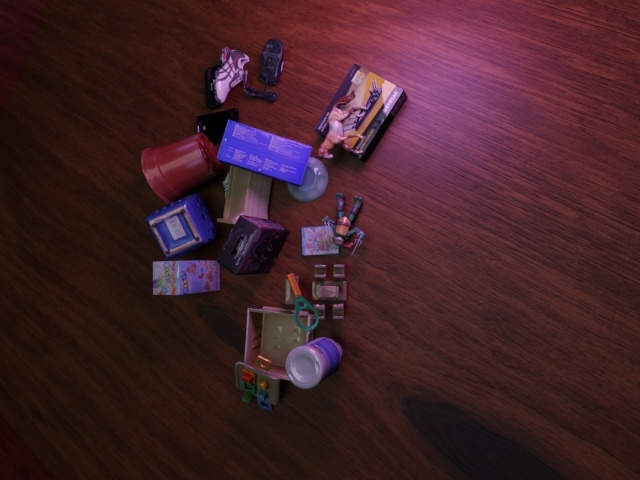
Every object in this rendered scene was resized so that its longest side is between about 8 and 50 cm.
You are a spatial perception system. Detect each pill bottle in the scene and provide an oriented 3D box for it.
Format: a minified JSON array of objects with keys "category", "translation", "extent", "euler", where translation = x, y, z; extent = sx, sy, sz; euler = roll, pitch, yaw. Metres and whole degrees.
[{"category":"pill bottle","translation":[-0.010,0.455,1.619],"extent":[0.152,0.272,0.152],"euler":[-1,87,23]}]

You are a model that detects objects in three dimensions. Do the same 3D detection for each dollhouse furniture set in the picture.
[{"category":"dollhouse furniture set","translation":[-0.016,0.203,1.730],"extent":[0.242,0.161,0.212],"euler":[0,88,0]}]

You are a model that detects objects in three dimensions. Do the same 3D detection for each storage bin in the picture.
[{"category":"storage bin","translation":[-0.169,0.422,1.767],"extent":[0.260,0.123,0.262],"euler":[3,89,23]}]

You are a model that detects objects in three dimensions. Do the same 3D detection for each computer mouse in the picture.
[{"category":"computer mouse","translation":[-0.249,-0.755,1.885],"extent":[0.184,0.060,0.262],"euler":[14,105,18]}]

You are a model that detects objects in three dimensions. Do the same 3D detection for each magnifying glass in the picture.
[{"category":"magnifying glass","translation":[-0.076,0.237,1.638],"extent":[0.092,0.026,0.231],"euler":[-22,90,0]}]

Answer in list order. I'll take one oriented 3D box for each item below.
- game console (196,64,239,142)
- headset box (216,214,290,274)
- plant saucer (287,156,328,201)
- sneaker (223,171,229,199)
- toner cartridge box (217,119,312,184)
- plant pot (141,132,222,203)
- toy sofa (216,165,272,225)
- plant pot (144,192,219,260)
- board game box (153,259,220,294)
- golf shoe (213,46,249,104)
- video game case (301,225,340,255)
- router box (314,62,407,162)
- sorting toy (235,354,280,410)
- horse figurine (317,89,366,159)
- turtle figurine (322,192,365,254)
[{"category":"game console","translation":[-0.480,-0.641,1.984],"extent":[0.213,0.044,0.361],"euler":[-4,87,21]},{"category":"headset box","translation":[-0.275,0.022,1.735],"extent":[0.110,0.293,0.218],"euler":[32,99,21]},{"category":"plant saucer","translation":[-0.064,-0.261,1.798],"extent":[0.195,0.037,0.195],"euler":[-1,87,23]},{"category":"sneaker","translation":[-0.412,-0.237,1.939],"extent":[0.075,0.057,0.161],"euler":[13,95,39]},{"category":"toner cartridge box","translation":[-0.224,-0.350,1.722],"extent":[0.347,0.075,0.165],"euler":[17,89,-7]},{"category":"plant pot","translation":[-0.608,-0.340,1.919],"extent":[0.265,0.272,0.272],"euler":[-21,80,13]},{"category":"toy sofa","translation":[-0.321,-0.235,1.861],"extent":[0.150,0.177,0.363],"euler":[9,92,47]},{"category":"plant pot","translation":[-0.608,-0.056,1.857],"extent":[0.236,0.212,0.236],"euler":[-23,100,0]},{"category":"board game box","translation":[-0.582,0.159,1.866],"extent":[0.142,0.275,0.144],"euler":[-2,87,22]},{"category":"golf shoe","translation":[-0.404,-0.733,1.901],"extent":[0.120,0.105,0.273],"euler":[12,80,-2]},{"category":"video game case","translation":[0.000,0.000,1.772],"extent":[0.166,0.015,0.119],"euler":[-3,87,23]},{"category":"router box","translation":[0.156,-0.505,1.691],"extent":[0.243,0.081,0.309],"euler":[36,101,20]},{"category":"sorting toy","translation":[-0.263,0.594,1.740],"extent":[0.196,0.047,0.348],"euler":[16,127,14]},{"category":"horse figurine","translation":[0.085,-0.438,1.639],"extent":[0.174,0.066,0.263],"euler":[4,92,17]},{"category":"turtle figurine","translation":[0.091,-0.063,1.680],"extent":[0.175,0.118,0.234],"euler":[14,78,-7]}]
